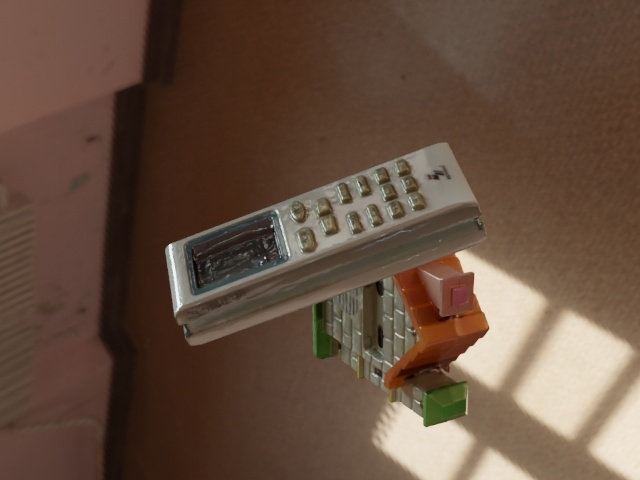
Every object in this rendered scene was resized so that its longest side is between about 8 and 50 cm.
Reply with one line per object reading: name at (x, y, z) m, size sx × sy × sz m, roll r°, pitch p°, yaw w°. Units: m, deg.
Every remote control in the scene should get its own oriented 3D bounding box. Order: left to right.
remote control at (0.000, 0.000, 1.123) m, size 0.103 × 0.277 × 0.055 m, roll -107°, pitch -4°, yaw -53°

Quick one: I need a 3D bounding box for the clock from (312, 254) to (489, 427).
clock at (0.097, 0.076, 1.514) m, size 0.255 × 0.106 × 0.220 m, roll 30°, pitch 126°, yaw 54°
